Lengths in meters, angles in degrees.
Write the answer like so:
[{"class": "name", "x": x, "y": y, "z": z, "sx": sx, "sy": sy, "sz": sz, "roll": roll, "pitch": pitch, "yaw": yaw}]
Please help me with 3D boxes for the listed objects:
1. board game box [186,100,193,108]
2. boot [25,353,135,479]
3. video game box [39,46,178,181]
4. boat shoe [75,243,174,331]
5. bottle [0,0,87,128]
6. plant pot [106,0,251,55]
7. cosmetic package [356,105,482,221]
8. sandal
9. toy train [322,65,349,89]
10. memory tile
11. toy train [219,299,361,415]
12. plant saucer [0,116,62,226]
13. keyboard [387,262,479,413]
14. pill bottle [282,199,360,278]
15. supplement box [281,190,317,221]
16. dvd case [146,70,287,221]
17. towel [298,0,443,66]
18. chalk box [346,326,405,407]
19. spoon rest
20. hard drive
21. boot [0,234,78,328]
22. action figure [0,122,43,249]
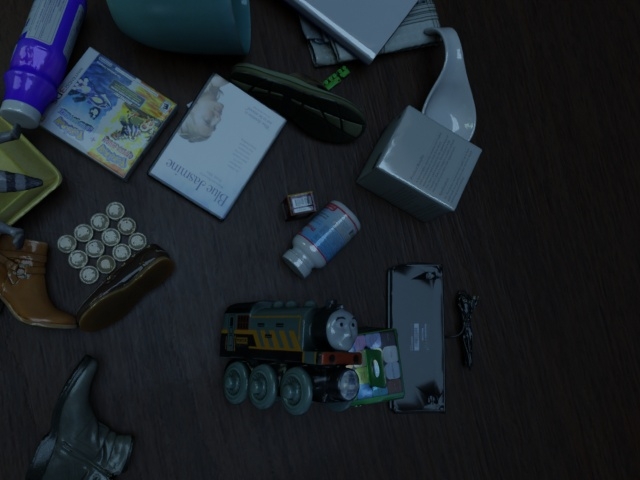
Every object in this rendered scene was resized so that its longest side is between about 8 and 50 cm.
[{"class": "board game box", "x": -0.215, "y": -0.266, "z": 1.207, "sx": 0.090, "sy": 0.020, "sz": 0.090, "roll": -35, "pitch": 91, "yaw": -13}, {"class": "boot", "x": -0.414, "y": 0.345, "z": 1.067, "sx": 0.161, "sy": 0.083, "sz": 0.247, "roll": 22, "pitch": 84, "yaw": -15}, {"class": "video game box", "x": -0.421, "y": -0.249, "z": 1.148, "sx": 0.205, "sy": 0.048, "sz": 0.187, "roll": 33, "pitch": 80, "yaw": -6}, {"class": "boat shoe", "x": -0.377, "y": 0.088, "z": 1.108, "sx": 0.207, "sy": 0.073, "sz": 0.073, "roll": -39, "pitch": 54, "yaw": -17}, {"class": "bottle", "x": -0.518, "y": -0.346, "z": 1.081, "sx": 0.092, "sy": 0.118, "sz": 0.283, "roll": 19, "pitch": 68, "yaw": -26}, {"class": "plant pot", "x": -0.271, "y": -0.492, "z": 1.100, "sx": 0.235, "sy": 0.293, "sz": 0.293, "roll": -5, "pitch": 84, "yaw": 2}, {"class": "cosmetic package", "x": 0.202, "y": -0.154, "z": 1.214, "sx": 0.183, "sy": 0.151, "sz": 0.151, "roll": 30, "pitch": 77, "yaw": -7}, {"class": "sandal", "x": -0.038, "y": -0.303, "z": 1.206, "sx": 0.302, "sy": 0.120, "sz": 0.086, "roll": 25, "pitch": 57, "yaw": -5}, {"class": "toy train", "x": 0.030, "y": -0.352, "z": 1.273, "sx": 0.083, "sy": 0.017, "sz": 0.024, "roll": -42, "pitch": 103, "yaw": -14}, {"class": "memory tile", "x": -0.424, "y": 0.005, "z": 1.132, "sx": 0.148, "sy": 0.012, "sz": 0.113, "roll": -37, "pitch": 92, "yaw": -15}, {"class": "toy train", "x": -0.062, "y": 0.201, "z": 1.038, "sx": 0.142, "sy": 0.333, "sz": 0.190, "roll": 9, "pitch": 78, "yaw": -41}, {"class": "plant saucer", "x": -0.702, "y": -0.113, "z": 1.053, "sx": 0.333, "sy": 0.081, "sz": 0.333, "roll": 46, "pitch": 76, "yaw": -4}, {"class": "keyboard", "x": 0.240, "y": 0.206, "z": 1.240, "sx": 0.201, "sy": 0.033, "sz": 0.318, "roll": 1, "pitch": 83, "yaw": -5}, {"class": "pill bottle", "x": 0.000, "y": 0.000, "z": 1.185, "sx": 0.087, "sy": 0.087, "sz": 0.160, "roll": 46, "pitch": 76, "yaw": -3}, {"class": "supplement box", "x": -0.045, "y": -0.069, "z": 1.185, "sx": 0.054, "sy": 0.083, "sz": 0.043, "roll": -12, "pitch": 86, "yaw": -13}, {"class": "dvd case", "x": -0.208, "y": -0.191, "z": 1.180, "sx": 0.180, "sy": 0.022, "sz": 0.253, "roll": 32, "pitch": 86, "yaw": -8}, {"class": "towel", "x": 0.094, "y": -0.557, "z": 1.293, "sx": 0.324, "sy": 0.056, "sz": 0.312, "roll": -15, "pitch": 86, "yaw": -13}, {"class": "chalk box", "x": 0.073, "y": 0.237, "z": 1.105, "sx": 0.132, "sy": 0.213, "sz": 0.133, "roll": -5, "pitch": 84, "yaw": -13}, {"class": "spoon rest", "x": 0.275, "y": -0.332, "z": 1.270, "sx": 0.137, "sy": 0.084, "sz": 0.277, "roll": -7, "pitch": 95, "yaw": -17}, {"class": "hard drive", "x": 0.036, "y": -0.549, "z": 1.238, "sx": 0.318, "sy": 0.040, "sz": 0.210, "roll": 37, "pitch": 75, "yaw": -4}, {"class": "boot", "x": -0.527, "y": 0.078, "z": 1.072, "sx": 0.197, "sy": 0.073, "sz": 0.153, "roll": 19, "pitch": 75, "yaw": -12}, {"class": "action figure", "x": -0.657, "y": -0.049, "z": 0.965, "sx": 0.329, "sy": 0.178, "sz": 0.342, "roll": 1, "pitch": 110, "yaw": -6}]
